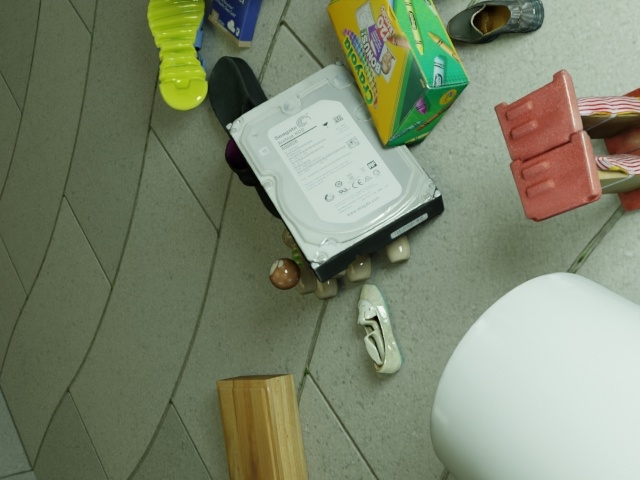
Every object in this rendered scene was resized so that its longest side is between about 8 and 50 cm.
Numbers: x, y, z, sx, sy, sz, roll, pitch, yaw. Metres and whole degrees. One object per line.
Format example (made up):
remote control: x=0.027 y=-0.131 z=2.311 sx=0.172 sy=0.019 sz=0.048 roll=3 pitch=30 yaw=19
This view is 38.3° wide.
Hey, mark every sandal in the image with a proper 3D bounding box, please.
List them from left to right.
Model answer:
sandal: x=-0.305 y=-0.417 z=1.992 sx=0.138 sy=0.126 sz=0.317 roll=108 pitch=161 yaw=-79
sandal: x=-0.140 y=-0.193 z=1.798 sx=0.445 sy=0.107 sz=0.167 roll=55 pitch=134 yaw=36

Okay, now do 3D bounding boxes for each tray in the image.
tray: x=-0.111 y=0.485 z=1.887 sx=0.203 sy=0.076 sz=0.410 roll=-13 pitch=85 yaw=53

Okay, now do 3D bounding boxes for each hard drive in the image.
hard drive: x=0.017 y=-0.123 z=1.516 sx=0.339 sy=0.237 sz=0.064 roll=59 pitch=177 yaw=32

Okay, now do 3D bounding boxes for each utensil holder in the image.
utensil holder: x=0.356 y=0.254 z=1.031 sx=0.385 sy=0.328 sz=0.327 roll=36 pitch=122 yaw=47

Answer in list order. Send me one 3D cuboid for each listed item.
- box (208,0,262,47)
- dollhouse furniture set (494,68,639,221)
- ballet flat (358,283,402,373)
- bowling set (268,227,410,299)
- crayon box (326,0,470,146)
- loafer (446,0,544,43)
box: x=-0.157 y=-0.519 z=1.846 sx=0.136 sy=0.037 sz=0.225 roll=47 pitch=128 yaw=39
dollhouse furniture set: x=0.405 y=-0.144 z=1.009 sx=0.374 sy=0.201 sz=0.152 roll=-24 pitch=75 yaw=52
ballet flat: x=0.094 y=0.149 z=1.585 sx=0.057 sy=0.052 sz=0.168 roll=-42 pitch=61 yaw=47
bowling set: x=0.000 y=0.000 z=1.581 sx=0.287 sy=0.200 sz=0.154 roll=-30 pitch=68 yaw=47
crayon box: x=0.115 y=-0.310 z=1.448 sx=0.278 sy=0.081 sz=0.165 roll=69 pitch=152 yaw=19
loafer: x=0.238 y=-0.319 z=1.324 sx=0.170 sy=0.061 sz=0.062 roll=-2 pitch=94 yaw=54
